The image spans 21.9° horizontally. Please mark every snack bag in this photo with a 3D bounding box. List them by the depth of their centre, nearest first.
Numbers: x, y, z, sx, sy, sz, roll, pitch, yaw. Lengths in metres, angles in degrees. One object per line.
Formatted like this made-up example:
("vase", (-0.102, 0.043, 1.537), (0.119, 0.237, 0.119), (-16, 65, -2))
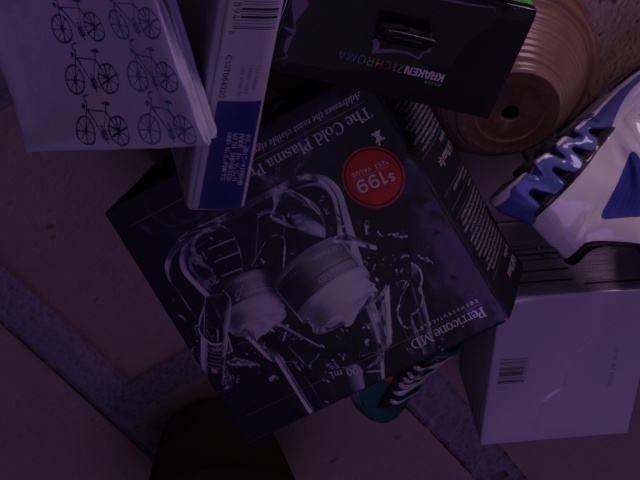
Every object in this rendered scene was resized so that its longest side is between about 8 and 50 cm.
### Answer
("snack bag", (-0.243, -0.248, 1.577), (0.037, 0.323, 0.342), (-27, 110, -37))

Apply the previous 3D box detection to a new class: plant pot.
("plant pot", (0.206, -0.177, 1.884), (0.237, 0.110, 0.237), (-5, 130, -6))
("plant pot", (-0.134, 0.341, 2.198), (0.263, 0.229, 0.263), (-5, 131, -6))

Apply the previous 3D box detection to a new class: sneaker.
("sneaker", (0.363, -0.082, 1.893), (0.315, 0.127, 0.182), (-41, 94, -4))
("sneaker", (0.117, 0.137, 2.113), (0.108, 0.121, 0.302), (-27, 141, -36))

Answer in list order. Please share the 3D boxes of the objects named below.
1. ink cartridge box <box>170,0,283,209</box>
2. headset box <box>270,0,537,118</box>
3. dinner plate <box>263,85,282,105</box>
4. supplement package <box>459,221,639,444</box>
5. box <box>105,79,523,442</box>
("ink cartridge box", (-0.112, -0.255, 1.624), (0.071, 0.330, 0.324), (-2, 132, -17))
("headset box", (0.057, -0.259, 1.667), (0.246, 0.283, 0.131), (11, 123, -18))
("dinner plate", (-0.097, -0.126, 1.941), (0.141, 0.017, 0.141), (-5, 131, -6))
("supplement package", (0.299, 0.116, 2.128), (0.204, 0.145, 0.262), (-3, 130, -7))
("box", (0.000, 0.000, 1.846), (0.343, 0.179, 0.312), (-28, 101, 20))
